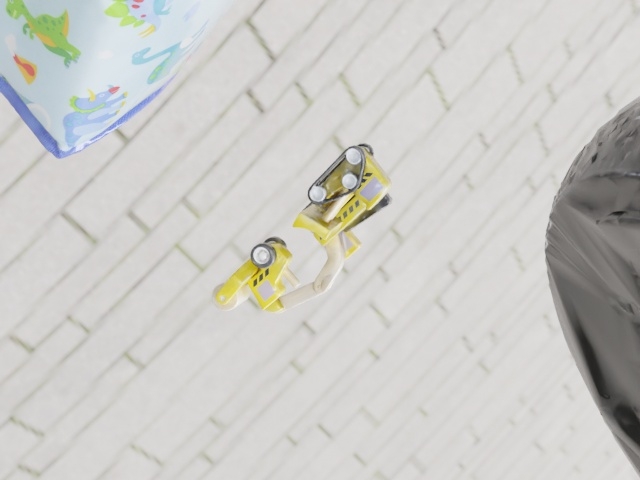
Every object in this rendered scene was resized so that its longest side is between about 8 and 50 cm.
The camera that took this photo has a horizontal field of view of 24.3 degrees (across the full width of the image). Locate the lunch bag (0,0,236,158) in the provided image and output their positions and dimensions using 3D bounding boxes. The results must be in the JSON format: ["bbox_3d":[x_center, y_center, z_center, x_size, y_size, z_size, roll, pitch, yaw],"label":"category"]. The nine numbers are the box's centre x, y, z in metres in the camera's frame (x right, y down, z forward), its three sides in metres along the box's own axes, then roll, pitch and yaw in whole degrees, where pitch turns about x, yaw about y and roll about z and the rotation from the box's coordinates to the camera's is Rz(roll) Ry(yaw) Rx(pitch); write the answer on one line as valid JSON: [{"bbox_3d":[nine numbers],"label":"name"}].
[{"bbox_3d":[-0.059,-0.125,0.559,0.151,0.096,0.129,-38,172,-36],"label":"lunch bag"}]

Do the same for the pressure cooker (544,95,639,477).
[{"bbox_3d":[0.362,0.002,0.656,0.420,0.375,0.370,-35,179,-12],"label":"pressure cooker"}]

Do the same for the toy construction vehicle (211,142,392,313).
[{"bbox_3d":[0.000,0.000,0.672,0.098,0.035,0.086,-45,177,11],"label":"toy construction vehicle"}]
